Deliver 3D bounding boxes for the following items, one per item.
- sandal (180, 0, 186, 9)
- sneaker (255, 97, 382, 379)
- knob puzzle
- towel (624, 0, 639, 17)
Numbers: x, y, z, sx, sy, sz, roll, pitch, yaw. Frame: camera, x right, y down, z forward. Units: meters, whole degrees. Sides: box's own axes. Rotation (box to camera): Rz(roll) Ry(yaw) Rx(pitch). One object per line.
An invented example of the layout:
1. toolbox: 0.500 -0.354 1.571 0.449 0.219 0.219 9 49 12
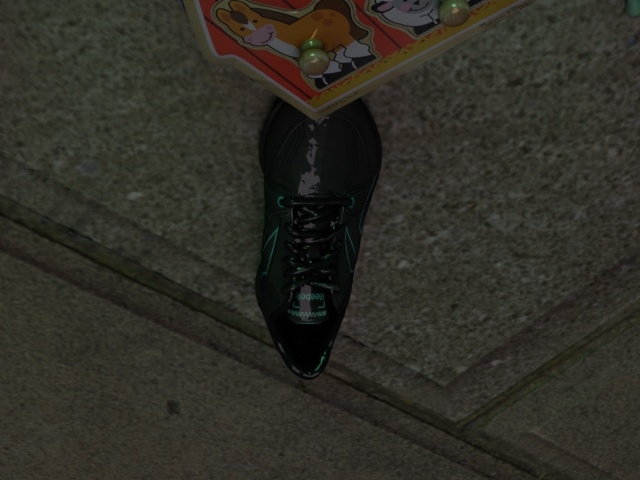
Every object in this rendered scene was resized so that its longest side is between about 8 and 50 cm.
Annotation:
1. sandal: -0.071 -0.234 0.486 0.138 0.126 0.317 -21 131 17
2. sneaker: 0.000 0.000 0.725 0.101 0.106 0.267 0 132 -6
3. knob puzzle: 0.007 -0.141 0.503 0.213 0.030 0.213 -5 151 -3
4. towel: 0.311 -0.276 0.406 0.320 0.090 0.374 -4 112 -1
